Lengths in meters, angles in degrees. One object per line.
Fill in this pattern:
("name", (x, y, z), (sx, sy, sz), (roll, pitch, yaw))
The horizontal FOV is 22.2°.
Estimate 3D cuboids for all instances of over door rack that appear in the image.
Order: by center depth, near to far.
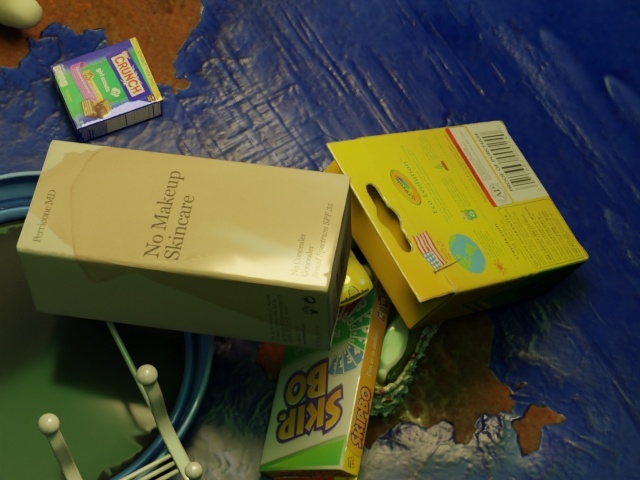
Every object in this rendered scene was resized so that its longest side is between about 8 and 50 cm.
("over door rack", (-0.293, 0.161, 1.664), (0.239, 0.108, 0.324), (-26, 73, -14))

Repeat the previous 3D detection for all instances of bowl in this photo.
("bowl", (-0.312, 0.117, 1.778), (0.391, 0.077, 0.391), (2, 69, -4))

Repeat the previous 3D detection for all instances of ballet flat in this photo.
("ballet flat", (0.097, 0.083, 1.820), (0.091, 0.077, 0.241), (19, 68, 2))

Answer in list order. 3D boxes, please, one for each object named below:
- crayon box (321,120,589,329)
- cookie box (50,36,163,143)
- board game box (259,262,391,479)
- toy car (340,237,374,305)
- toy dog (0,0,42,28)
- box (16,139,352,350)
("crayon box", (0.132, -0.021, 1.769), (0.318, 0.081, 0.202), (-9, 64, -49))
("cookie box", (-0.249, -0.176, 1.914), (0.107, 0.040, 0.092), (-21, 71, -12))
("board game box", (0.006, 0.152, 1.771), (0.039, 0.124, 0.259), (28, 63, -41))
("toy car", (0.000, 0.000, 1.813), (0.225, 0.239, 0.053), (-42, 118, -40))
("toy dog", (-0.580, -0.228, 1.789), (0.395, 0.284, 0.408), (27, 69, 20))
("box", (-0.131, 0.004, 1.638), (0.311, 0.121, 0.148), (6, 57, 6))
